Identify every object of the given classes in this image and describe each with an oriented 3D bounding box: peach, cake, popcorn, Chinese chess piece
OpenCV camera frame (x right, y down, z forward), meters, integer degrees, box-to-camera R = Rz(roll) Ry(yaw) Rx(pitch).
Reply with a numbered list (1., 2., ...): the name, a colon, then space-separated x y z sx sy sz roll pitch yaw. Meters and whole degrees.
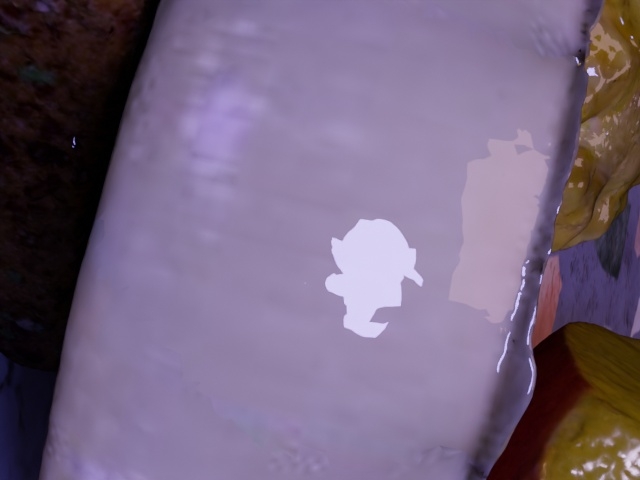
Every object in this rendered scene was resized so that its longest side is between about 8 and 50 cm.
1. peach: 0.192 0.238 1.055 0.380 0.242 0.306 -44 156 -72
2. cake: -0.081 -0.052 0.544 0.112 0.135 0.246 -63 147 -40
3. popcorn: 0.121 -0.104 0.908 0.250 0.190 0.250 13 90 -74
4. Chinese chess piece: 0.000 0.000 0.580 0.338 0.140 0.338 -163 -90 -90
